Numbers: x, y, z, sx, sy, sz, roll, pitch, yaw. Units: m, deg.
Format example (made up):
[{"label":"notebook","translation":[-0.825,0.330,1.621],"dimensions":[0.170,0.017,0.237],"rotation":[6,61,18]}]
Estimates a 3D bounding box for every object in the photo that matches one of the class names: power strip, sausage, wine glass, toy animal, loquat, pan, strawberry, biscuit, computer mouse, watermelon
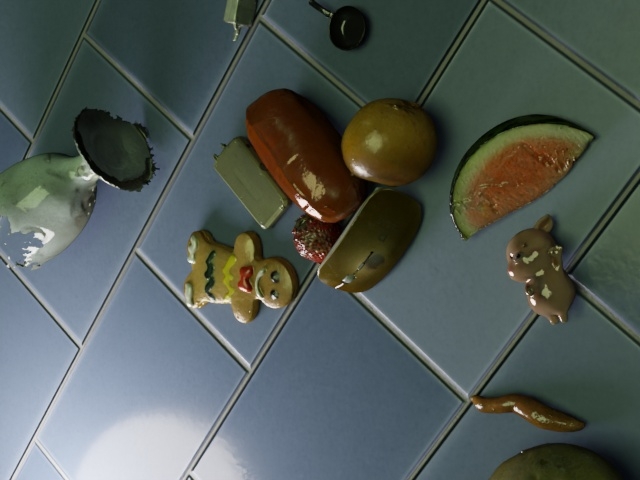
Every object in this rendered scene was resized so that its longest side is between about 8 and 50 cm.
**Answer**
[{"label":"power strip","translation":[-0.117,-0.102,1.815],"dimensions":[0.076,0.028,0.169],"rotation":[-47,70,29]},{"label":"power strip","translation":[-0.123,-0.420,1.775],"dimensions":[0.030,0.047,0.191],"rotation":[23,107,36]},{"label":"sausage","translation":[-0.025,-0.134,1.682],"dimensions":[0.133,0.133,0.258],"rotation":[-49,61,28]},{"label":"wine glass","translation":[-0.474,-0.090,1.973],"dimensions":[0.357,0.190,0.190],"rotation":[-32,76,30]},{"label":"toy animal","translation":[0.306,0.046,1.512],"dimensions":[0.083,0.089,0.150],"rotation":[-20,79,12]},{"label":"loquat","translation":[0.100,-0.145,1.594],"dimensions":[0.141,0.141,0.141],"rotation":[4,97,35]},{"label":"pan","translation":[0.029,-0.343,1.691],"dimensions":[0.115,0.023,0.068],"rotation":[42,117,21]},{"label":"strawberry","translation":[0.000,0.000,1.715],"dimensions":[0.083,0.083,0.096],"rotation":[-21,106,35]},{"label":"biscuit","translation":[-0.141,0.062,1.847],"dimensions":[0.240,0.035,0.158],"rotation":[6,101,35]},{"label":"computer mouse","translation":[0.074,0.006,1.659],"dimensions":[0.199,0.102,0.045],"rotation":[-54,27,25]},{"label":"watermelon","translation":[0.266,-0.102,1.536],"dimensions":[0.245,0.063,0.119],"rotation":[-41,90,25]}]

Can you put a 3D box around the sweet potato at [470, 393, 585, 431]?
[{"label":"sweet potato","translation":[0.293,0.243,1.560],"dimensions":[0.179,0.044,0.044],"rotation":[11,101,32]}]

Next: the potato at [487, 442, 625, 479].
[{"label":"potato","translation":[0.322,0.368,1.486],"dimensions":[0.235,0.160,0.178],"rotation":[0,70,49]}]
